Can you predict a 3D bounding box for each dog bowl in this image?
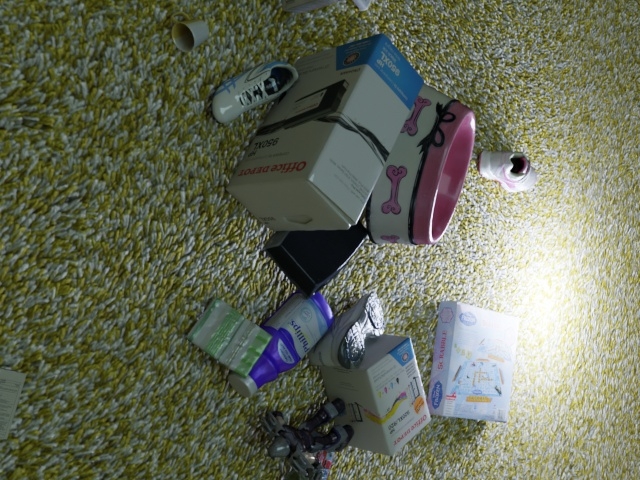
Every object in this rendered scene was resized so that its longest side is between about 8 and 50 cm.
[{"bbox_3d":[0.253,-0.169,1.899,0.408,0.150,0.408,17,90,-72],"label":"dog bowl"}]

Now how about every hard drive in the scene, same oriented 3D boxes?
[{"bbox_3d":[0.000,0.000,1.806,0.172,0.054,0.255,49,49,-5],"label":"hard drive"}]

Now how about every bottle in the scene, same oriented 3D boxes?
[{"bbox_3d":[-0.089,0.228,1.741,0.283,0.092,0.118,-44,115,-34],"label":"bottle"}]

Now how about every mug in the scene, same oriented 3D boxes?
[{"bbox_3d":[-0.263,-0.431,1.604,0.064,0.062,0.078,-41,123,-44],"label":"mug"}]

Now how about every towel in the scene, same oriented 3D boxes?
[{"bbox_3d":[-0.191,0.205,1.648,0.152,0.023,0.113,36,65,-5],"label":"towel"}]

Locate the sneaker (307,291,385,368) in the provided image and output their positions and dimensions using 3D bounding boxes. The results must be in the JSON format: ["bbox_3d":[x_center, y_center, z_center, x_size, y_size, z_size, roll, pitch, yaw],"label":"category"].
[{"bbox_3d":[0.064,0.208,1.880,0.297,0.129,0.111,-38,114,-57],"label":"sneaker"}]

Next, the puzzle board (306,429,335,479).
[{"bbox_3d":[-0.006,0.526,1.874,0.096,0.011,0.128,33,67,-38],"label":"puzzle board"}]

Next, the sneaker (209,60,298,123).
[{"bbox_3d":[-0.144,-0.327,1.698,0.237,0.086,0.085,-40,118,-34],"label":"sneaker"}]

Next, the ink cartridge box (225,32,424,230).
[{"bbox_3d":[0.010,-0.227,1.703,0.166,0.285,0.395,42,62,-33],"label":"ink cartridge box"}]

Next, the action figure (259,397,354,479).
[{"bbox_3d":[-0.033,0.445,1.752,0.285,0.099,0.185,-3,55,-55],"label":"action figure"}]

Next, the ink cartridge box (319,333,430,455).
[{"bbox_3d":[0.133,0.367,1.898,0.171,0.168,0.232,-28,110,-41],"label":"ink cartridge box"}]

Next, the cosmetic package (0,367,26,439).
[{"bbox_3d":[-0.552,0.276,1.339,0.060,0.041,0.115,25,73,-40],"label":"cosmetic package"}]

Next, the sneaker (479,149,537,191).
[{"bbox_3d":[0.591,-0.209,2.372,0.252,0.111,0.103,11,82,-43],"label":"sneaker"}]

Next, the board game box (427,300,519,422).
[{"bbox_3d":[0.445,0.354,2.263,0.319,0.066,0.318,18,78,-42],"label":"board game box"}]

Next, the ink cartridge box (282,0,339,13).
[{"bbox_3d":[0.010,-0.675,1.723,0.066,0.261,0.296,-7,95,-42],"label":"ink cartridge box"}]

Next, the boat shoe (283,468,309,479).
[{"bbox_3d":[-0.097,0.632,1.725,0.094,0.109,0.302,38,68,-35],"label":"boat shoe"}]

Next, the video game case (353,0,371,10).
[{"bbox_3d":[0.090,-0.729,1.962,0.206,0.026,0.227,41,64,-36],"label":"video game case"}]
